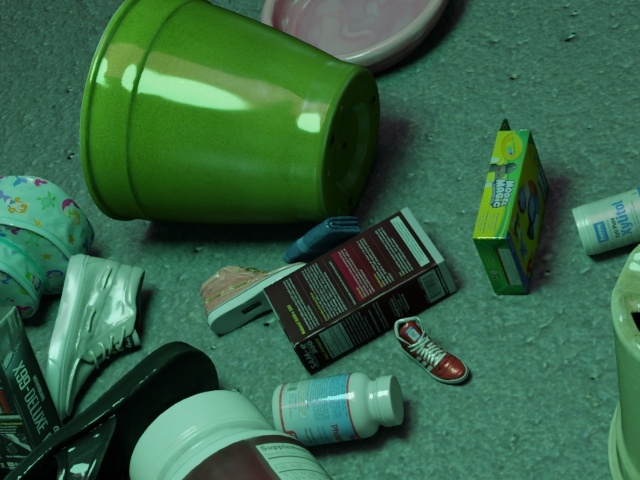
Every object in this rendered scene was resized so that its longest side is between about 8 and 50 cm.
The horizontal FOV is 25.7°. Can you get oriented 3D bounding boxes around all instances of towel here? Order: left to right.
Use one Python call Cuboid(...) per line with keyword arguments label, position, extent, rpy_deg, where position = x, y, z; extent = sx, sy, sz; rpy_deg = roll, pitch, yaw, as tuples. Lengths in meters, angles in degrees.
Cuboid(label="towel", position=(0.000, 0.000, 2.016), extent=(0.119, 0.067, 0.029), rpy_deg=(-35, 63, 45))

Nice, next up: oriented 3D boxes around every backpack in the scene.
Cuboid(label="backpack", position=(-0.487, 0.008, 2.162), extent=(0.253, 0.225, 0.191), rpy_deg=(-8, 50, 18))

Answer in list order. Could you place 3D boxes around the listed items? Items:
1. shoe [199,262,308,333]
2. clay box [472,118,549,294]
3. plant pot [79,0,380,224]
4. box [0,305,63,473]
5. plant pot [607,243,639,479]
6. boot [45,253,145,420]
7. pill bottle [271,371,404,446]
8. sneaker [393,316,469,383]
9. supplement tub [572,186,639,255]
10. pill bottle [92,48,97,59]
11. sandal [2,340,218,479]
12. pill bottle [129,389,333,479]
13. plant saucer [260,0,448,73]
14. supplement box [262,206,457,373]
Cuboid(label="shoe", position=(-0.093, 0.062, 2.041), extent=(0.178, 0.063, 0.081), rpy_deg=(-28, 51, 7))
Cuboid(label="clay box", position=(0.267, -0.051, 1.925), extent=(0.053, 0.127, 0.222), rpy_deg=(0, 52, 25))
Cuboid(label="plant pot", position=(-0.111, -0.174, 2.089), extent=(0.353, 0.366, 0.366), rpy_deg=(12, 57, 20))
Cuboid(label="box", position=(-0.535, 0.214, 1.987), extent=(0.307, 0.242, 0.076), rpy_deg=(-3, 29, 24))
Cuboid(label="plant pot", position=(0.454, 0.143, 1.542), extent=(0.333, 0.305, 0.334), rpy_deg=(-14, 47, 15))
Cuboid(label="boot", position=(-0.327, 0.148, 2.059), extent=(0.123, 0.095, 0.258), rpy_deg=(9, 73, -2))
Cuboid(label="pill bottle", position=(0.024, 0.220, 1.832), extent=(0.160, 0.087, 0.087), rpy_deg=(-11, 48, 17))
Cuboid(label="sneaker", position=(0.142, 0.143, 1.856), extent=(0.118, 0.067, 0.042), rpy_deg=(29, 68, 40))
Cuboid(label="supplement tub", position=(0.399, -0.026, 1.881), extent=(0.107, 0.071, 0.071), rpy_deg=(-18, 46, 10))
Cuboid(label="pill bottle", position=(-0.309, -0.291, 2.431), extent=(0.169, 0.094, 0.094), rpy_deg=(20, 62, 37))
Cuboid(label="sandal", position=(-0.292, 0.313, 1.841), extent=(0.107, 0.167, 0.446), rpy_deg=(25, 64, 43))
Cuboid(label="pill bottle", position=(-0.061, 0.365, 1.648), extent=(0.224, 0.224, 0.392), rpy_deg=(-37, 46, -8))
Cuboid(label="plant saucer", position=(0.067, -0.388, 2.347), extent=(0.332, 0.084, 0.332), rpy_deg=(-13, 48, 14))
Cuboid(label="supplement box", position=(0.054, 0.069, 1.959), extent=(0.239, 0.073, 0.130), rpy_deg=(-29, 44, -2))
